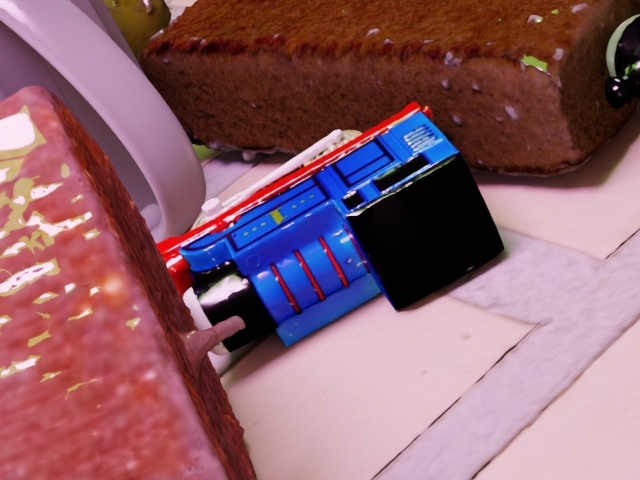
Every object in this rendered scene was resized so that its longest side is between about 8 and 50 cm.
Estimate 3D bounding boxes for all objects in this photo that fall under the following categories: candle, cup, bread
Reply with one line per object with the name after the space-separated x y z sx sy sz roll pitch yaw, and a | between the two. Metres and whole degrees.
-0.102 0.057 0.662 0.131 0.287 0.317 -25 25 -4 | candle
-0.235 -0.114 0.999 0.323 0.327 0.237 8 46 46 | cup
0.054 -0.135 1.003 0.416 0.113 0.165 9 47 47 | bread

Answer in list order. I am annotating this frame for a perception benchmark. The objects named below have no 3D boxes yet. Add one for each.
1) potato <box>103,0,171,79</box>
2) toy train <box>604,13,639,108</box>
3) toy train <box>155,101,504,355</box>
-0.269 -0.146 1.285 0.298 0.141 0.176 -39 21 0 | potato
0.279 -0.101 0.749 0.160 0.100 0.296 -32 28 -19 | toy train
0.000 0.000 0.862 0.204 0.083 0.131 -30 30 -1 | toy train
